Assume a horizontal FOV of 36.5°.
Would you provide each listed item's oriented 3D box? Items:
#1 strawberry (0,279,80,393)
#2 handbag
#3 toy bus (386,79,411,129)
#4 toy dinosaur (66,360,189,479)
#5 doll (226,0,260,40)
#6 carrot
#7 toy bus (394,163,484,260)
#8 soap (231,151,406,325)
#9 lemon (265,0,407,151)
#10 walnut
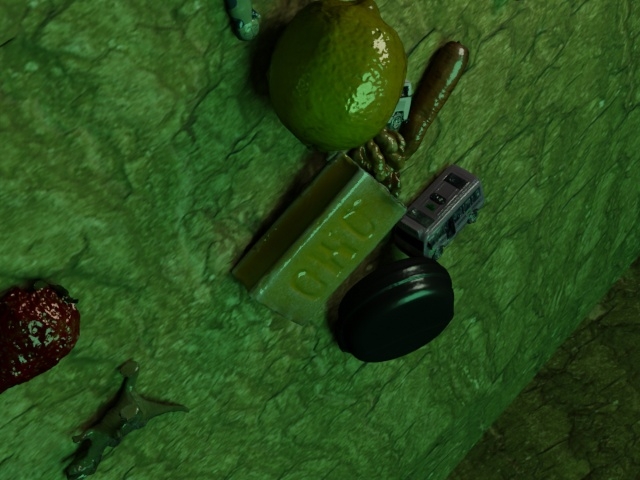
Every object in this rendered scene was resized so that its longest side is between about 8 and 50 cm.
[{"bbox_3d":[-0.387,0.137,1.260,0.187,0.082,0.146,-48,144,-3],"label":"strawberry"},{"bbox_3d":[0.151,0.149,1.951,0.254,0.093,0.308,-24,152,-6],"label":"handbag"},{"bbox_3d":[0.065,-0.223,1.537,0.194,0.087,0.089,-14,124,-49],"label":"toy bus"},{"bbox_3d":[-0.300,0.279,1.552,0.251,0.072,0.200,-44,161,-42],"label":"toy dinosaur"},{"bbox_3d":[-0.104,-0.307,1.254,0.037,0.027,0.125,-37,147,-15],"label":"doll"},{"bbox_3d":[0.194,-0.244,1.734,0.059,0.059,0.248,-2,125,-55],"label":"carrot"},{"bbox_3d":[0.238,-0.053,1.949,0.199,0.096,0.108,-45,149,-19],"label":"toy bus"},{"bbox_3d":[0.000,0.000,1.610,0.274,0.089,0.173,-48,141,6],"label":"soap"},{"bbox_3d":[0.022,-0.229,1.354,0.192,0.192,0.231,-6,124,-53],"label":"lemon"},{"bbox_3d":[0.105,-0.117,1.717,0.143,0.069,0.170,-34,142,-30],"label":"walnut"}]
